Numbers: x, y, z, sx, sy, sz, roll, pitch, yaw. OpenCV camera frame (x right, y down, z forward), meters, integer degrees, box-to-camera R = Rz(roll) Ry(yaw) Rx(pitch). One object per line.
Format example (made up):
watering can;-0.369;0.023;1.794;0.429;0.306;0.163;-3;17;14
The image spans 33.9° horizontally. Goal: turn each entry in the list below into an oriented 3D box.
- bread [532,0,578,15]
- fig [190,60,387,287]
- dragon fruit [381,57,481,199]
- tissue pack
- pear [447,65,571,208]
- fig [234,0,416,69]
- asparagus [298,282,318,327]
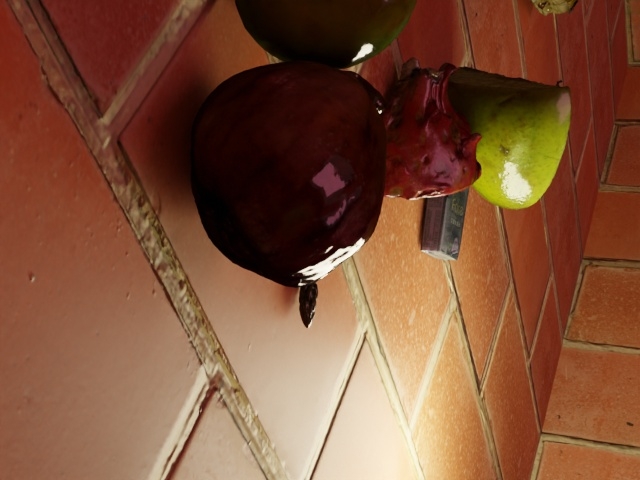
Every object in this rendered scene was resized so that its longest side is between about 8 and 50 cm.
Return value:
bread;0.536;-0.684;2.316;0.277;0.167;0.325;14;81;-66
fig;-0.032;-0.074;1.097;0.263;0.224;0.224;-77;158;-48
dragon fruit;0.176;-0.177;1.637;0.262;0.134;0.212;-40;127;-59
tissue pack;0.220;-0.048;1.860;0.112;0.051;0.156;21;76;-64
pear;0.283;-0.164;1.795;0.139;0.288;0.239;-17;114;-27
fig;0.003;-0.283;1.164;0.230;0.207;0.207;136;-34;-75
asparagus;0.000;0.000;1.397;0.034;0.027;0.236;37;60;-50
